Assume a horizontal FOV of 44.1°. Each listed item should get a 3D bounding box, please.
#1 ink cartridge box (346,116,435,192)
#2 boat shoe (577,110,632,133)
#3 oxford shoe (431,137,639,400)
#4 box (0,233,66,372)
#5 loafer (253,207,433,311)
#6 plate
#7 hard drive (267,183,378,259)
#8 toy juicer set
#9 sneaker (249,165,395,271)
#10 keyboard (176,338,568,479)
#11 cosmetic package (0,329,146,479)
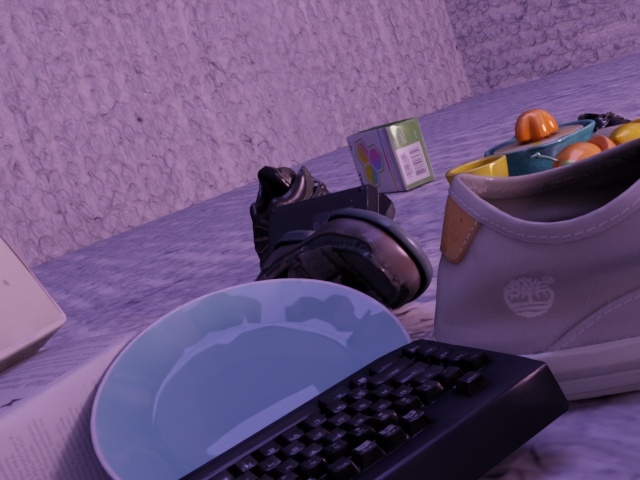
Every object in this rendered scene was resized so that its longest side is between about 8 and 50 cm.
[{"bbox_3d":[0.104,-0.141,1.360,0.062,0.109,0.209,-22,10,-22],"label":"ink cartridge box"},{"bbox_3d":[0.392,-0.156,1.085,0.049,0.040,0.142,-20,9,-5],"label":"boat shoe"},{"bbox_3d":[0.263,-0.032,0.387,0.449,0.130,0.169,-15,8,14],"label":"oxford shoe"},{"bbox_3d":[-0.325,0.096,0.573,0.232,0.127,0.148,-41,-2,28],"label":"box"},{"bbox_3d":[0.003,0.039,0.669,0.084,0.096,0.267,-43,10,-17],"label":"loafer"},{"bbox_3d":[-0.037,0.087,0.456,0.188,0.024,0.188,-8,33,5],"label":"plate"},{"bbox_3d":[0.000,0.000,0.827,0.135,0.094,0.022,-12,-20,36],"label":"hard drive"},{"bbox_3d":[0.297,-0.123,0.938,0.209,0.089,0.329,-13,11,35],"label":"toy juicer set"},{"bbox_3d":[0.003,-0.045,0.967,0.227,0.130,0.087,-24,12,-39],"label":"sneaker"},{"bbox_3d":[-0.033,0.126,0.293,0.317,0.033,0.201,-28,17,-24],"label":"keyboard"},{"bbox_3d":[-0.197,0.138,0.453,0.117,0.085,0.231,-15,9,30],"label":"cosmetic package"}]
